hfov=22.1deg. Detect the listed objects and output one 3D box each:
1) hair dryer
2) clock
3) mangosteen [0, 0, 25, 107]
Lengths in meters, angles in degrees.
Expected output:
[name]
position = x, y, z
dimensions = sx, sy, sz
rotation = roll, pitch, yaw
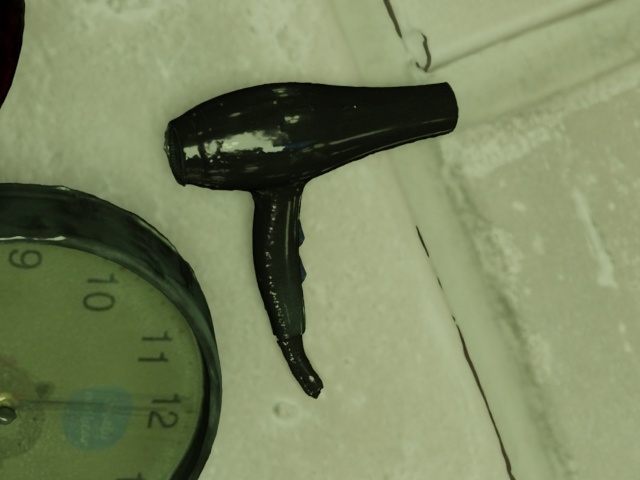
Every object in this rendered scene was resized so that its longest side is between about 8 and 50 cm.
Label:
[hair dryer]
position = 0.000, 0.000, 1.095
dimensions = 0.195, 0.075, 0.219
rotation = -9, 108, -18
[clock]
position = -0.194, 0.100, 1.013
dimensions = 0.280, 0.055, 0.281
rotation = -8, 120, -14
[mangosteen]
position = -0.308, -0.119, 0.919
dimensions = 0.288, 0.288, 0.288
rotation = -1, 96, -10
